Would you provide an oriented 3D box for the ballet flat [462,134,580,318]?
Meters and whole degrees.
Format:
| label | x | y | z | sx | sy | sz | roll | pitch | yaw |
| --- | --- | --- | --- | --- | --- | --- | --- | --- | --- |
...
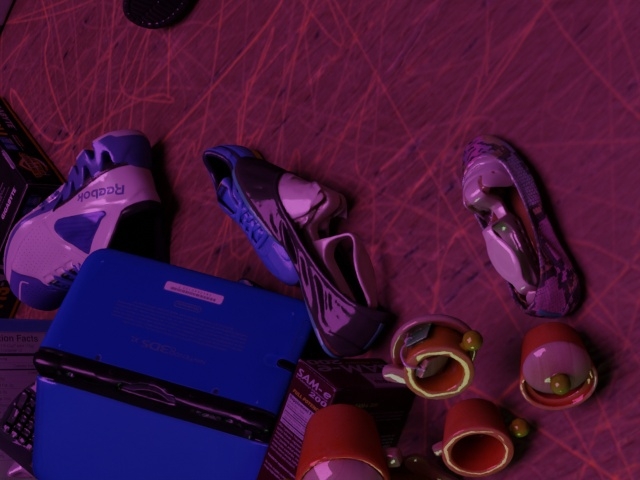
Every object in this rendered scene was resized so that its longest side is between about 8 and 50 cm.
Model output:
| label | x | y | z | sx | sy | sz | roll | pitch | yaw |
| --- | --- | --- | --- | --- | --- | --- | --- | --- | --- |
| ballet flat | 0.187 | -0.019 | 1.360 | 0.077 | 0.079 | 0.221 | -43 | 58 | 37 |

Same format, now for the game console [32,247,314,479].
| label | x | y | z | sx | sy | sz | roll | pitch | yaw |
| --- | --- | --- | --- | --- | --- | --- | --- | --- | --- |
| game console | -0.173 | 0.180 | 1.586 | 0.293 | 0.173 | 0.250 | 15 | 57 | 12 |

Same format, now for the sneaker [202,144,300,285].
| label | x | y | z | sx | sy | sz | roll | pitch | yaw |
| --- | --- | --- | --- | --- | --- | --- | --- | --- | --- |
| sneaker | -0.084 | -0.030 | 1.643 | 0.069 | 0.082 | 0.209 | -47 | 58 | 32 |

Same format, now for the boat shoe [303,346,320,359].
| label | x | y | z | sx | sy | sz | roll | pitch | yaw |
| --- | --- | --- | --- | --- | --- | --- | --- | --- | --- |
| boat shoe | -0.016 | 0.155 | 1.591 | 0.040 | 0.049 | 0.142 | -15 | 76 | 19 |

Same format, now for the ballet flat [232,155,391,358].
| label | x | y | z | sx | sy | sz | roll | pitch | yaw |
| --- | --- | --- | --- | --- | --- | --- | --- | --- | --- |
| ballet flat | 0.000 | 0.000 | 1.555 | 0.096 | 0.095 | 0.280 | -39 | 71 | 27 |

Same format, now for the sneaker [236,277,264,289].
| label | x | y | z | sx | sy | sz | roll | pitch | yaw |
| --- | --- | --- | --- | --- | --- | --- | --- | --- | --- |
| sneaker | -0.082 | 0.122 | 1.626 | 0.073 | 0.063 | 0.162 | -20 | 71 | 14 |

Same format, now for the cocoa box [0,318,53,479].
| label | x | y | z | sx | sy | sz | roll | pitch | yaw |
| --- | --- | --- | --- | --- | --- | --- | --- | --- | --- |
| cocoa box | -0.480 | 0.247 | 1.929 | 0.347 | 0.231 | 0.228 | -17 | 75 | 44 |

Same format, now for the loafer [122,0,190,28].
| label | x | y | z | sx | sy | sz | roll | pitch | yaw |
| --- | --- | --- | --- | --- | --- | --- | --- | --- | --- |
| loafer | -0.189 | -0.373 | 1.789 | 0.220 | 0.080 | 0.078 | -51 | 22 | 33 |

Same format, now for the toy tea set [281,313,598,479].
| label | x | y | z | sx | sy | sz | roll | pitch | yaw |
| --- | --- | --- | --- | --- | --- | --- | --- | --- | --- |
| toy tea set | 0.119 | 0.194 | 1.327 | 0.336 | 0.200 | 0.124 | -48 | 24 | 29 |

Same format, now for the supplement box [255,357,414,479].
| label | x | y | z | sx | sy | sz | roll | pitch | yaw |
| --- | --- | --- | --- | --- | --- | --- | --- | --- | --- |
| supplement box | 0.004 | 0.250 | 1.498 | 0.073 | 0.130 | 0.239 | 35 | 111 | 42 |

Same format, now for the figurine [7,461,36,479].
| label | x | y | z | sx | sy | sz | roll | pitch | yaw |
| --- | --- | --- | --- | --- | --- | --- | --- | --- | --- |
| figurine | -0.285 | 0.225 | 1.743 | 0.092 | 0.209 | 0.215 | 46 | 120 | 38 |

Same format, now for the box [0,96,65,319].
| label | x | y | z | sx | sy | sz | roll | pitch | yaw |
| --- | --- | --- | --- | --- | --- | --- | --- | --- | --- |
| box | -0.531 | -0.028 | 2.112 | 0.257 | 0.079 | 0.322 | 49 | 121 | 38 |

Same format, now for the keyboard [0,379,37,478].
| label | x | y | z | sx | sy | sz | roll | pitch | yaw |
| --- | --- | --- | --- | --- | --- | --- | --- | --- | --- |
| keyboard | -0.275 | 0.327 | 1.646 | 0.317 | 0.033 | 0.201 | 36 | 117 | 12 |

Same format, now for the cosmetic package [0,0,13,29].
| label | x | y | z | sx | sy | sz | roll | pitch | yaw |
| --- | --- | --- | --- | --- | --- | --- | --- | --- | --- |
| cosmetic package | -0.606 | -0.372 | 2.156 | 0.151 | 0.151 | 0.184 | 52 | 124 | 34 |

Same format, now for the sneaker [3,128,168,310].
| label | x | y | z | sx | sy | sz | roll | pitch | yaw |
| --- | --- | --- | --- | --- | --- | --- | --- | --- | --- |
| sneaker | -0.310 | 0.016 | 1.842 | 0.315 | 0.127 | 0.182 | -48 | 53 | 31 |
